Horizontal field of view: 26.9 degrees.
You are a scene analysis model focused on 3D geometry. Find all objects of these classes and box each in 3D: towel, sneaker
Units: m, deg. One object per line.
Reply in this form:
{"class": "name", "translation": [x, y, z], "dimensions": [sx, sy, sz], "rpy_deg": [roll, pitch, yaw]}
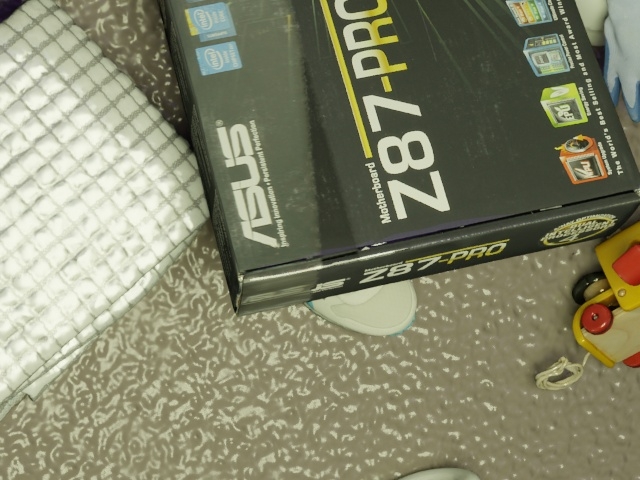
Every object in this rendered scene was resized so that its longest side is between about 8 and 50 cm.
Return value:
{"class": "towel", "translation": [-0.247, -0.021, 1.058], "dimensions": [0.284, 0.121, 0.235], "rpy_deg": [-45, 104, -11]}
{"class": "sneaker", "translation": [0.000, 0.000, 1.137], "dimensions": [0.228, 0.092, 0.087], "rpy_deg": [45, 80, -14]}

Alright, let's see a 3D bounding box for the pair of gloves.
{"class": "pair of gloves", "translation": [0.231, -0.161, 1.165], "dimensions": [0.023, 0.198, 0.159], "rpy_deg": [-52, 129, -45]}

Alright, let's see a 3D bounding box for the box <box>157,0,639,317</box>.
{"class": "box", "translation": [0.041, -0.164, 1.061], "dimensions": [0.318, 0.097, 0.395], "rpy_deg": [-11, 72, -9]}

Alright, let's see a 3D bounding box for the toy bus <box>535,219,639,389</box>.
{"class": "toy bus", "translation": [0.295, 0.035, 1.212], "dimensions": [0.202, 0.191, 0.104], "rpy_deg": [-3, 50, -16]}

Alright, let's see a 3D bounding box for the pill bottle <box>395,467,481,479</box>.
{"class": "pill bottle", "translation": [0.113, 0.301, 1.177], "dimensions": [0.103, 0.103, 0.184], "rpy_deg": [-17, 97, -14]}

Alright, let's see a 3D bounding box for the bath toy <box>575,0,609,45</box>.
{"class": "bath toy", "translation": [0.323, -0.326, 1.190], "dimensions": [0.151, 0.129, 0.348], "rpy_deg": [42, 83, -14]}
